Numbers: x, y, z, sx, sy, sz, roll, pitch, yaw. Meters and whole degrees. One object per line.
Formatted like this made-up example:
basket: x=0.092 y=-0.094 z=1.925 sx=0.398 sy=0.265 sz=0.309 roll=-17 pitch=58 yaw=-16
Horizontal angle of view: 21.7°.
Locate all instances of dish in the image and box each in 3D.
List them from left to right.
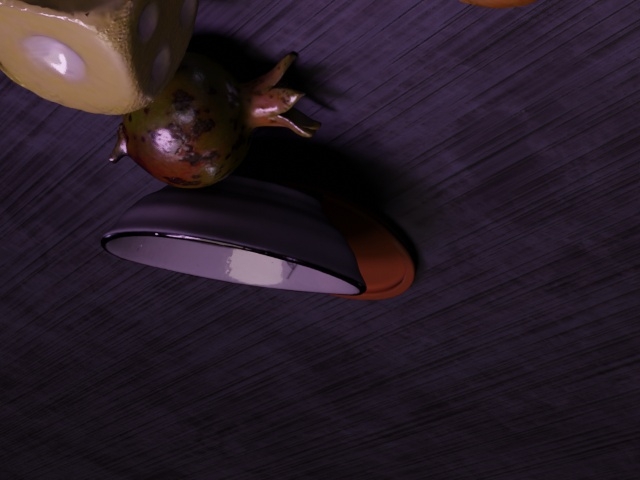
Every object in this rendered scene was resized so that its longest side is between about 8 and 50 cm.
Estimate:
dish: x=-0.091 y=-0.016 z=1.908 sx=0.317 sy=0.106 sz=0.316 roll=9 pitch=172 yaw=1

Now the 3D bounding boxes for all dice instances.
dice: x=-0.223 y=-0.237 z=1.624 sx=0.169 sy=0.169 sz=0.166 roll=16 pitch=151 yaw=14

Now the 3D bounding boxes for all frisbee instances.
frisbee: x=0.000 y=0.000 z=2.053 sx=0.251 sy=0.021 sz=0.251 roll=17 pitch=153 yaw=9

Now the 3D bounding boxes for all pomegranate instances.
pomegranate: x=-0.111 y=-0.124 z=1.774 sx=0.220 sy=0.156 sz=0.156 roll=8 pitch=150 yaw=17

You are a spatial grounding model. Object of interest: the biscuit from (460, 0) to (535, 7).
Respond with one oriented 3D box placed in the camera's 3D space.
biscuit: x=0.139 y=-0.297 z=1.385 sx=0.154 sy=0.045 sz=0.299 roll=3 pitch=147 yaw=31
